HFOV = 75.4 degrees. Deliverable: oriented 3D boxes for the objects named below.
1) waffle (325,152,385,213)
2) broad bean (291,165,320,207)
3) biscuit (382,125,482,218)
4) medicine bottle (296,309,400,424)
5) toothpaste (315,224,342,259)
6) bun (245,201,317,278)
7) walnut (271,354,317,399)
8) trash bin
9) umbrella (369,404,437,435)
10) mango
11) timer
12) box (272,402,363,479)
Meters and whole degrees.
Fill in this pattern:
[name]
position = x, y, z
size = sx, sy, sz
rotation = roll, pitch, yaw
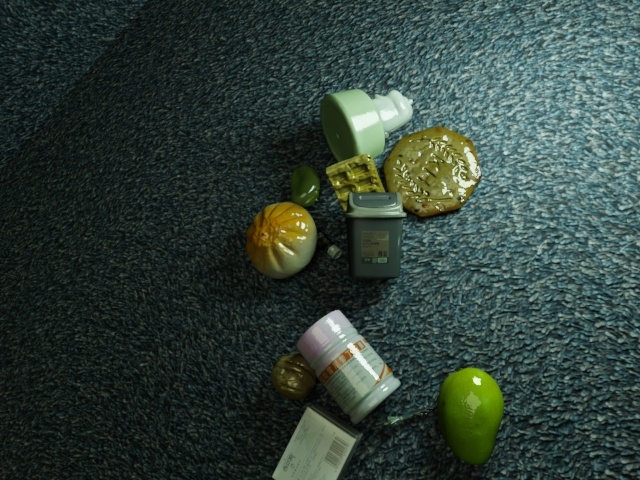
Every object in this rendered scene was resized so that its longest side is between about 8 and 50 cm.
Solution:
[waffle]
position = 0.140, -0.178, 1.473
size = 0.167, 0.274, 0.057
rotation = -20, 38, 13
[broad bean]
position = -0.062, -0.211, 1.628
size = 0.124, 0.082, 0.175
rotation = -3, 77, 19
[biscuit]
position = 0.402, -0.254, 1.513
size = 0.359, 0.046, 0.359
rotation = -4, 76, 16
[medicine bottle]
position = 0.087, 0.410, 1.361
size = 0.202, 0.202, 0.316
rotation = -44, 68, 3
[toothpaste]
position = 0.000, 0.000, 1.580
size = 0.071, 0.045, 0.193
rotation = -49, 62, 3
[bun]
position = -0.165, -0.008, 1.552
size = 0.298, 0.164, 0.299
rotation = -8, 71, 25
[walnut]
position = -0.089, 0.473, 1.438
size = 0.166, 0.149, 0.167
rotation = -7, 41, 6
[trash bin]
position = 0.183, -0.019, 1.417
size = 0.209, 0.182, 0.291
rotation = -1, 96, 0
[umbrella]
position = 0.278, 0.572, 1.347
size = 0.269, 0.044, 0.044
rotation = -27, 97, 8
[mango]
position = 0.443, 0.522, 1.249
size = 0.185, 0.149, 0.273
rotation = 15, 86, 19
[timer]
position = 0.196, -0.447, 1.534
size = 0.315, 0.291, 0.291
rotation = -26, 69, -12
[box]
position = -0.008, 0.708, 1.365
size = 0.194, 0.111, 0.261
rotation = 27, 88, 22
